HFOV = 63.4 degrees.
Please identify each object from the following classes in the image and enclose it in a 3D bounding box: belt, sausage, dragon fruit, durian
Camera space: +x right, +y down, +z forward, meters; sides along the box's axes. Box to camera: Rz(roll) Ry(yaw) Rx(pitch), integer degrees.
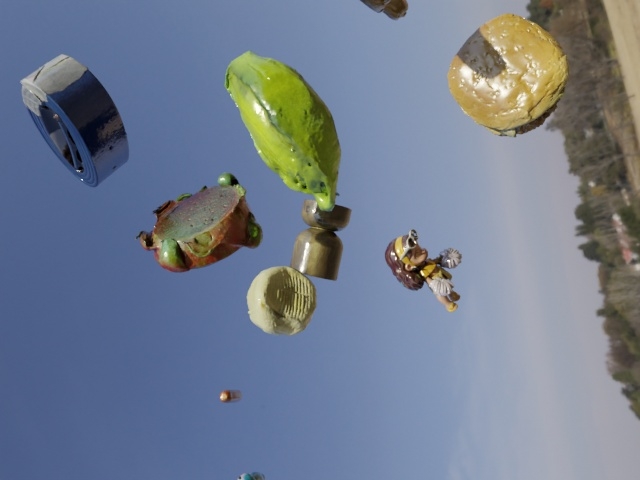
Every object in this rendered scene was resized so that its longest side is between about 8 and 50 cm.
[{"bbox_3d":[-0.569,-0.270,1.224,0.212,0.347,0.117,38,-116,7],"label":"belt"},{"bbox_3d":[-0.288,0.502,1.669,0.131,0.039,0.041,61,-164,-72],"label":"sausage"},{"bbox_3d":[-0.268,-0.032,1.203,0.295,0.269,0.130,-51,-46,-32],"label":"dragon fruit"},{"bbox_3d":[-0.043,-0.160,0.732,0.250,0.101,0.139,51,166,5],"label":"durian"}]

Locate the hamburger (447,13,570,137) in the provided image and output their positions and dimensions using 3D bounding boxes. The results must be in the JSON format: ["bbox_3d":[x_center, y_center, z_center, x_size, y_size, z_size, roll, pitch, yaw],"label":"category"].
[{"bbox_3d":[0.462,-0.404,1.279,0.283,0.259,0.145,44,-166,18],"label":"hamburger"}]

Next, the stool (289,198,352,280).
[{"bbox_3d":[0.000,0.000,1.854,0.179,0.179,0.263,13,-92,-56],"label":"stool"}]

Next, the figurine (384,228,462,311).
[{"bbox_3d":[0.268,0.079,1.306,0.240,0.116,0.174,36,-138,-7],"label":"figurine"}]

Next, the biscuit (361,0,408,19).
[{"bbox_3d":[0.030,-0.651,1.116,0.394,0.076,0.368,48,-154,2],"label":"biscuit"}]

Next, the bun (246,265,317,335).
[{"bbox_3d":[-0.124,0.197,1.621,0.230,0.145,0.229,16,-129,-21],"label":"bun"}]

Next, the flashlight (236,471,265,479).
[{"bbox_3d":[-0.169,0.602,1.287,0.129,0.051,0.051,54,-150,-66],"label":"flashlight"}]
